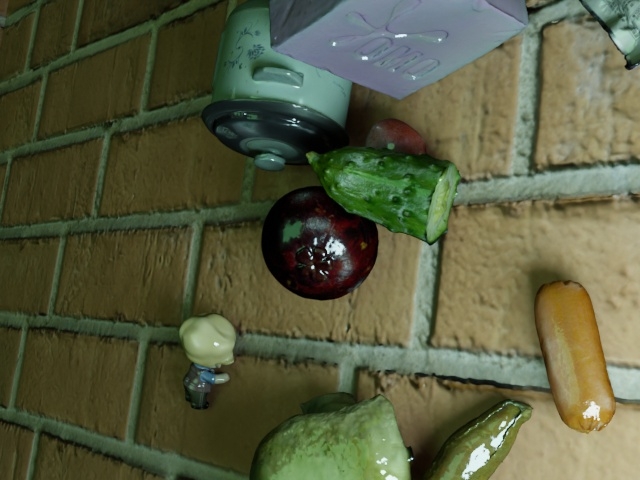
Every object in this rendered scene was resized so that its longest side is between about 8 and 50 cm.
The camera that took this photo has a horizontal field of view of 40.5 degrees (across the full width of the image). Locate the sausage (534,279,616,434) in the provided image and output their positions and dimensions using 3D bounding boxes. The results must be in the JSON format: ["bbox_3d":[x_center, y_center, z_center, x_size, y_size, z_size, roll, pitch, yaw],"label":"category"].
[{"bbox_3d":[0.323,0.147,1.108,0.076,0.076,0.198,-28,60,41],"label":"sausage"}]

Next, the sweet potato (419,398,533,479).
[{"bbox_3d":[0.198,0.337,1.193,0.112,0.085,0.286,33,91,29],"label":"sweet potato"}]

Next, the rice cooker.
[{"bbox_3d":[-0.067,-0.268,1.544,0.316,0.264,0.317,9,-90,-90],"label":"rice cooker"}]

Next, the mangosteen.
[{"bbox_3d":[0.000,0.000,1.443,0.210,0.209,0.210,-17,66,45],"label":"mangosteen"}]

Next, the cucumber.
[{"bbox_3d":[0.086,-0.090,1.336,0.244,0.134,0.134,21,96,21],"label":"cucumber"}]

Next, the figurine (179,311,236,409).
[{"bbox_3d":[-0.225,0.238,1.712,0.114,0.108,0.196,-142,54,-58],"label":"figurine"}]

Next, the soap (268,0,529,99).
[{"bbox_3d":[0.118,-0.349,1.323,0.285,0.296,0.107,-25,63,45],"label":"soap"}]

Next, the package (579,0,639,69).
[{"bbox_3d":[0.435,-0.337,1.153,0.166,0.040,0.232,-43,42,29],"label":"package"}]

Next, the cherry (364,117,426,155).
[{"bbox_3d":[0.115,-0.145,1.423,0.106,0.087,0.126,-57,46,14],"label":"cherry"}]

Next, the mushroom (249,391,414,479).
[{"bbox_3d":[0.018,0.355,1.298,0.217,0.211,0.292,134,143,-55],"label":"mushroom"}]
